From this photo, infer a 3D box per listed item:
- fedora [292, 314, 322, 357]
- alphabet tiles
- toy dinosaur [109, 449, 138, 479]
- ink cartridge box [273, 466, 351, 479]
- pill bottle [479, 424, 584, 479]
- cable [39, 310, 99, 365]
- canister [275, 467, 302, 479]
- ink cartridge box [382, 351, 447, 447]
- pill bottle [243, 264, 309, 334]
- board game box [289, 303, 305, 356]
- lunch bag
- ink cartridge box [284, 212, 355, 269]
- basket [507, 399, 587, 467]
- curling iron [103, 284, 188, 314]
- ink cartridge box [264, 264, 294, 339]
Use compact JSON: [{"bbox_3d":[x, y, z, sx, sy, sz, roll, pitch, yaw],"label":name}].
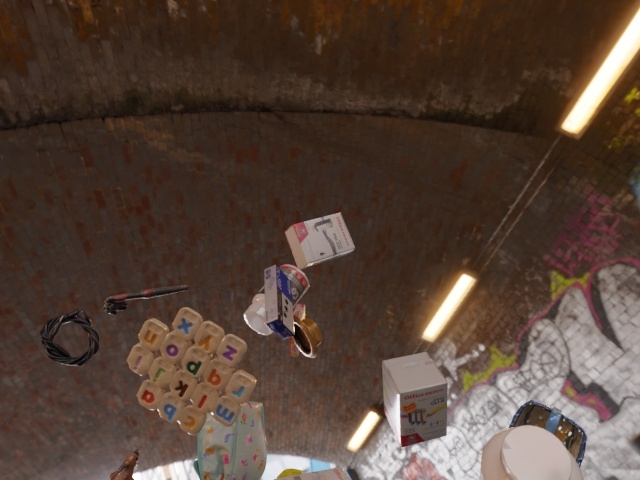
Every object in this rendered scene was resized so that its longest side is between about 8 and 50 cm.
[{"bbox_3d":[-0.053,0.383,1.672,0.079,0.194,0.194,-23,-39,-31],"label":"fedora"},{"bbox_3d":[-0.291,0.295,0.915,0.278,0.284,0.021,-61,-2,14],"label":"alphabet tiles"},{"bbox_3d":[-0.426,0.613,0.823,0.127,0.296,0.200,-3,-45,-26],"label":"toy dinosaur"},{"bbox_3d":[-0.016,0.757,1.190,0.219,0.093,0.160,-1,-4,-16],"label":"ink cartridge box"},{"bbox_3d":[0.338,0.408,0.669,0.146,0.146,0.264,-27,-50,-14],"label":"pill bottle"},{"bbox_3d":[-0.797,0.316,1.301,0.150,0.185,0.047,-12,-24,-44],"label":"cable"},{"bbox_3d":[-0.106,0.868,1.347,0.073,0.170,0.126,-1,-8,16],"label":"canister"},{"bbox_3d":[0.239,0.402,1.043,0.128,0.127,0.176,-10,-69,-8],"label":"ink cartridge box"},{"bbox_3d":[-0.182,0.246,1.709,0.283,0.161,0.161,-52,-23,-41],"label":"pill bottle"},{"bbox_3d":[-0.106,0.414,1.886,0.045,0.147,0.194,7,-63,8],"label":"board game box"},{"bbox_3d":[-0.267,0.631,1.241,0.160,0.263,0.223,-12,-26,12],"label":"lunch bag"},{"bbox_3d":[0.000,0.000,1.533,0.217,0.159,0.092,-16,-11,-31],"label":"ink cartridge box"},{"bbox_3d":[0.662,0.609,1.213,0.289,0.201,0.255,18,-85,-52],"label":"basket"},{"bbox_3d":[-0.562,0.180,1.324,0.274,0.035,0.068,-14,-36,-43],"label":"curling iron"},{"bbox_3d":[-0.124,0.181,1.217,0.046,0.207,0.097,-24,-49,13],"label":"ink cartridge box"}]
